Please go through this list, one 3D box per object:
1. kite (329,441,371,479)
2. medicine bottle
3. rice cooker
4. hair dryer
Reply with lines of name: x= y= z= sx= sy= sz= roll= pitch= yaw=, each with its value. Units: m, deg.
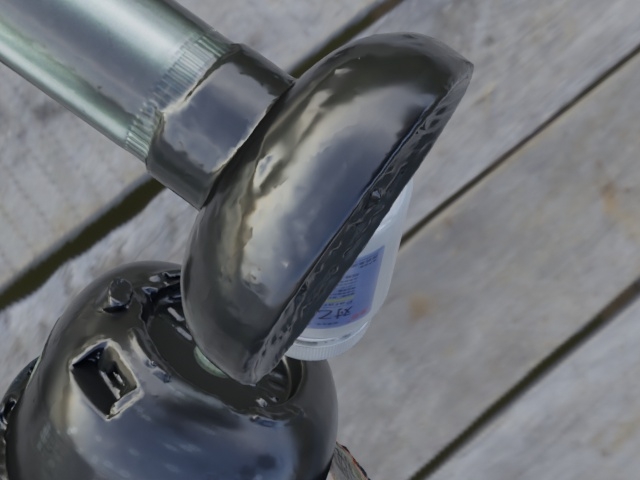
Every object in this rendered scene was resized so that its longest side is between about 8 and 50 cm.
kite: x=0.078 y=0.301 z=1.505 sx=0.013 sy=0.377 sz=0.327 roll=-28 pitch=71 yaw=-10
medicine bottle: x=0.000 y=0.000 z=1.184 sx=0.102 sy=0.187 sz=0.103 roll=2 pitch=61 yaw=-4
rice cooker: x=-0.123 y=0.154 z=1.415 sx=0.267 sy=0.224 sz=0.267 roll=21 pitch=34 yaw=-15
hair dryer: x=-0.064 y=-0.114 z=0.808 sx=0.320 sy=0.156 sz=0.284 roll=40 pitch=31 yaw=13
